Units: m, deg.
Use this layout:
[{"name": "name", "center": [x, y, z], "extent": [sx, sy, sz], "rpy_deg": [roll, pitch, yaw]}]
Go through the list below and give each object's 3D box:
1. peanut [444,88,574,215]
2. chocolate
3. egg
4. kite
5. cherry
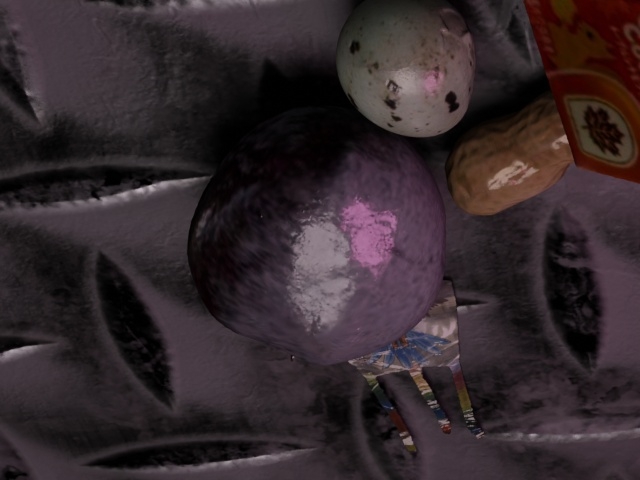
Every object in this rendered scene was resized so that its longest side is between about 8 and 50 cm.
[{"name": "peanut", "center": [0.216, -0.095, 1.869], "extent": [0.228, 0.085, 0.104], "rpy_deg": [-29, 156, 32]}, {"name": "chocolate", "center": [0.296, -0.154, 1.653], "extent": [0.235, 0.108, 0.237], "rpy_deg": [19, 137, 48]}, {"name": "egg", "center": [0.086, -0.160, 1.774], "extent": [0.131, 0.131, 0.164], "rpy_deg": [-17, 148, 24]}, {"name": "kite", "center": [0.093, 0.144, 2.215], "extent": [0.169, 0.015, 0.310], "rpy_deg": [-6, 136, 12]}, {"name": "cherry", "center": [0.000, 0.000, 1.897], "extent": [0.255, 0.218, 0.296], "rpy_deg": [15, 133, -3]}]
